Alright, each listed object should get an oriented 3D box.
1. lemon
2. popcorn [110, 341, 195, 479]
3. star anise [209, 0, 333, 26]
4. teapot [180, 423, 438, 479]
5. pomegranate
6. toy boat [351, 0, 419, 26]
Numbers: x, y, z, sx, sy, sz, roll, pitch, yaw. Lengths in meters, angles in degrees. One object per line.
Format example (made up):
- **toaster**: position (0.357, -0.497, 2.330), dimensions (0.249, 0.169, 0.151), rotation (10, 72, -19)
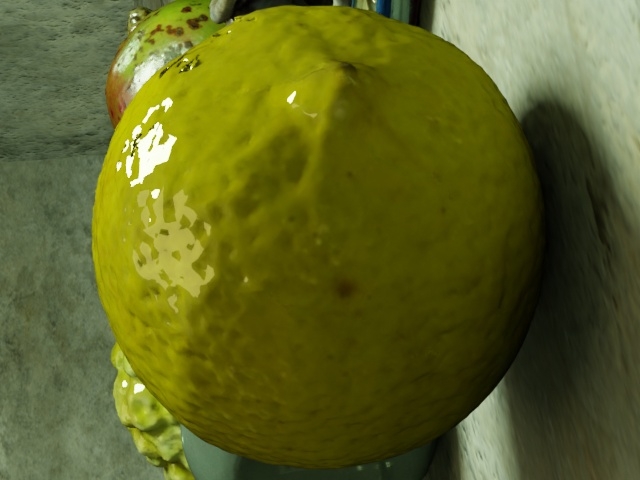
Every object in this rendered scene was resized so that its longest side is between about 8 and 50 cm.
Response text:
- **lemon**: position (-0.001, 0.000, 0.868), dimensions (0.267, 0.267, 0.267), rotation (175, 90, -80)
- **popcorn**: position (-0.071, 0.105, 1.493), dimensions (0.251, 0.206, 0.236), rotation (-54, -46, -55)
- **star anise**: position (-0.048, -0.211, 1.259), dimensions (0.262, 0.081, 0.230), rotation (-18, -79, -74)
- **teapot**: position (-0.008, 0.093, 1.203), dimensions (0.251, 0.184, 0.183), rotation (-91, 2, -57)
- **pomegranate**: position (-0.115, -0.126, 1.638), dimensions (0.198, 0.198, 0.246), rotation (-115, 3, -62)
- **toy boat**: position (0.038, -0.126, 1.148), dimensions (0.229, 0.046, 0.080), rotation (97, 164, -50)
